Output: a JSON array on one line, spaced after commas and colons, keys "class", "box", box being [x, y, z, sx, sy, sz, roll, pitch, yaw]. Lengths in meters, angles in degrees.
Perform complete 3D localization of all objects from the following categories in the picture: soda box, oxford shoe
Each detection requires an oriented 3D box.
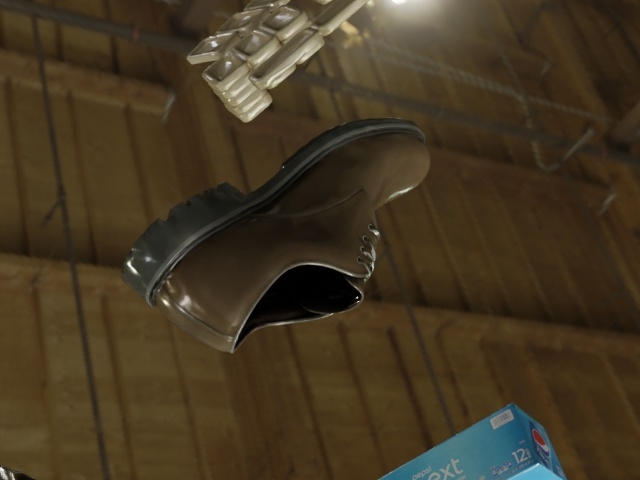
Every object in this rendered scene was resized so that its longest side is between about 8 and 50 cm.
[{"class": "soda box", "box": [0.120, 0.240, 1.061, 0.071, 0.210, 0.067, 37, -153, -46]}, {"class": "oxford shoe", "box": [0.000, 0.000, 0.647, 0.096, 0.083, 0.227, 42, -130, 16]}]

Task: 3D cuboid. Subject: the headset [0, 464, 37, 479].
[{"class": "headset", "box": [-0.273, 0.325, 1.024, 0.394, 0.243, 0.185, 17, -175, -26]}]

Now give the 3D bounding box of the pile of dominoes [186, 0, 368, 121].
[{"class": "pile of dominoes", "box": [0.016, -0.194, 0.886, 0.040, 0.251, 0.196, 51, 176, -25]}]
